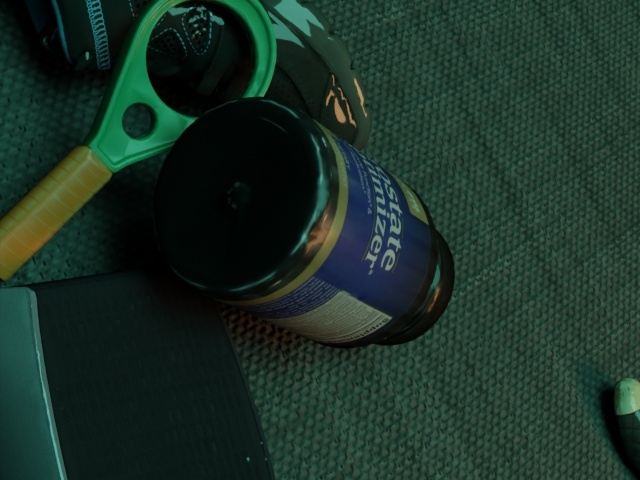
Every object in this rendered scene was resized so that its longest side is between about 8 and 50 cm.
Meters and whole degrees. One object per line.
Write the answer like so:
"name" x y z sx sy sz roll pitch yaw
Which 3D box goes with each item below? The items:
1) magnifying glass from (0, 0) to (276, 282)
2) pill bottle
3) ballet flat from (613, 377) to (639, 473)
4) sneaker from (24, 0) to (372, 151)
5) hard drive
"magnifying glass" -0.118 -0.066 0.922 0.231 0.026 0.092 -47 114 -14
"pill bottle" 0.000 0.000 0.965 0.219 0.123 0.123 28 53 -58
"ballet flat" 0.286 0.183 1.219 0.057 0.049 0.173 -34 96 -44
"sneaker" -0.110 -0.147 0.994 0.341 0.125 0.140 41 77 -23
"hard drive" -0.103 0.137 0.900 0.172 0.054 0.255 -7 78 -42
